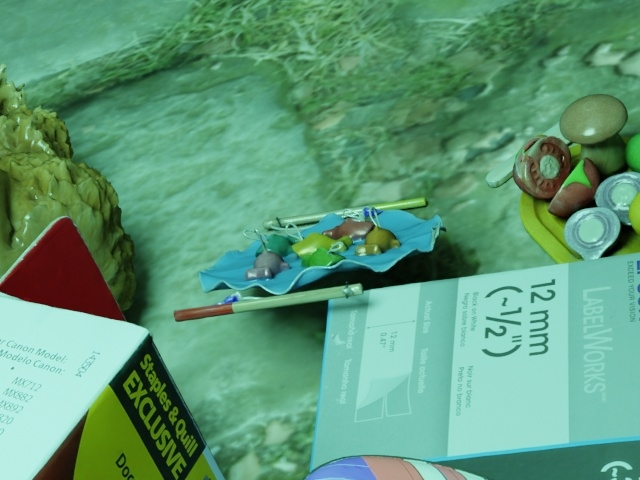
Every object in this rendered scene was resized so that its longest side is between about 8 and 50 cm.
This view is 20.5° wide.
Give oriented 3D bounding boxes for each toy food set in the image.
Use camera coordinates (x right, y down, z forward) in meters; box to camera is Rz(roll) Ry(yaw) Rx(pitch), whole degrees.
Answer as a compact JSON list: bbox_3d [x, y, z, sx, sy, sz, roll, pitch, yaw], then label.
[{"bbox_3d":[0.206,-0.050,1.308,0.128,0.071,0.218,-30,40,-9],"label":"toy food set"}]

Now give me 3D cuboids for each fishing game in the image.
[{"bbox_3d":[0.000,0.000,1.287,0.189,0.041,0.264,-8,13,19],"label":"fishing game"}]

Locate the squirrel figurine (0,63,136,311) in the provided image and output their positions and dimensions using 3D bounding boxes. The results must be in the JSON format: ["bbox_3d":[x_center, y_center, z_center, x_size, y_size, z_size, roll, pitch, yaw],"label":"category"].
[{"bbox_3d":[-0.360,0.017,1.389,0.397,0.281,0.370,-20,16,-37],"label":"squirrel figurine"}]

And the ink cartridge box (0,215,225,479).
[{"bbox_3d":[-0.127,0.187,1.014,0.130,0.309,0.272,13,52,34],"label":"ink cartridge box"}]

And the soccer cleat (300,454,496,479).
[{"bbox_3d":[0.112,0.193,0.917,0.318,0.116,0.108,27,81,24],"label":"soccer cleat"}]

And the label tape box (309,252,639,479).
[{"bbox_3d":[0.172,0.130,1.095,0.348,0.115,0.249,-10,42,17],"label":"label tape box"}]
